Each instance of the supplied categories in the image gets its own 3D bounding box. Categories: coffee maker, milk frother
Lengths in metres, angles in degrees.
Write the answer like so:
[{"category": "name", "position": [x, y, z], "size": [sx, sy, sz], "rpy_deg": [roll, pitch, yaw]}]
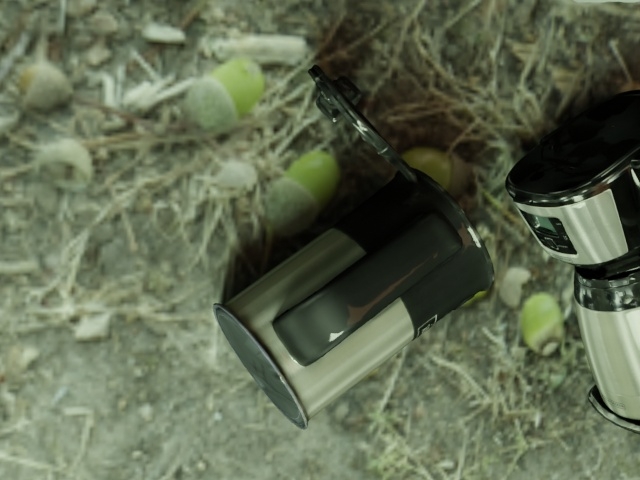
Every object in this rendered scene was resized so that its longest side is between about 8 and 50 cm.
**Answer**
[{"category": "coffee maker", "position": [0.211, 0.000, 0.792], "size": [0.171, 0.120, 0.178], "rpy_deg": [-42, 118, -38]}, {"category": "milk frother", "position": [0.000, 0.000, 0.702], "size": [0.135, 0.129, 0.143], "rpy_deg": [-36, 70, -15]}]

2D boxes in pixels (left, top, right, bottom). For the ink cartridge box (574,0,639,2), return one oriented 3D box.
[{"category": "ink cartridge box", "position": [0.229, -0.207, 0.738], "size": [0.175, 0.127, 0.072], "rpy_deg": [-32, 111, -17]}]
